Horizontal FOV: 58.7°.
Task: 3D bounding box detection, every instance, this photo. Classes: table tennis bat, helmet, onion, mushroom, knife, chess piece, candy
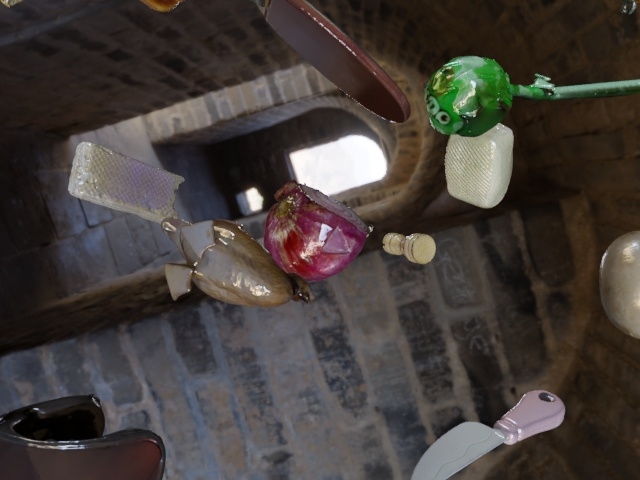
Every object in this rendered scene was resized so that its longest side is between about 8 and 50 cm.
[{"bbox_3d":[-0.028,-0.193,0.494,0.274,0.021,0.154,39,2,-13],"label":"table tennis bat"},{"bbox_3d":[-0.261,0.264,0.591,0.193,0.189,0.216,-54,125,-29],"label":"helmet"},{"bbox_3d":[-0.025,-0.004,1.435,0.272,0.230,0.256,38,11,-12],"label":"onion"},{"bbox_3d":[0.676,0.091,1.176,0.226,0.178,0.226,8,79,-46],"label":"mushroom"},{"bbox_3d":[0.258,0.305,0.895,0.081,0.336,0.043,29,-56,53],"label":"knife"},{"bbox_3d":[0.187,0.011,1.238,0.122,0.066,0.066,15,-54,60],"label":"chess piece"},{"bbox_3d":[0.278,-0.184,0.700,0.097,0.323,0.097,172,-90,-72],"label":"candy"}]

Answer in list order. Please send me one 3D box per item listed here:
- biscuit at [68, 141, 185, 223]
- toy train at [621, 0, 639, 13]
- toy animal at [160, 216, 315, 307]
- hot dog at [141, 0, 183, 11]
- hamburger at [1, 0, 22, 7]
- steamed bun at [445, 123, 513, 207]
[{"bbox_3d":[-0.384,-0.108,1.146,0.239,0.062,0.108,20,71,-48],"label":"biscuit"},{"bbox_3d":[0.705,-0.742,1.320,0.178,0.249,0.429,-103,-178,-56],"label":"toy train"},{"bbox_3d":[-0.099,0.023,0.650,0.188,0.089,0.179,32,9,37],"label":"toy animal"},{"bbox_3d":[-0.315,-0.471,0.929,0.250,0.104,0.076,23,48,-55],"label":"hot dog"},{"bbox_3d":[-0.520,-0.564,1.050,0.131,0.262,0.124,42,-28,-4],"label":"hamburger"},{"bbox_3d":[0.442,-0.217,1.538,0.170,0.152,0.238,29,-40,39],"label":"steamed bun"}]
